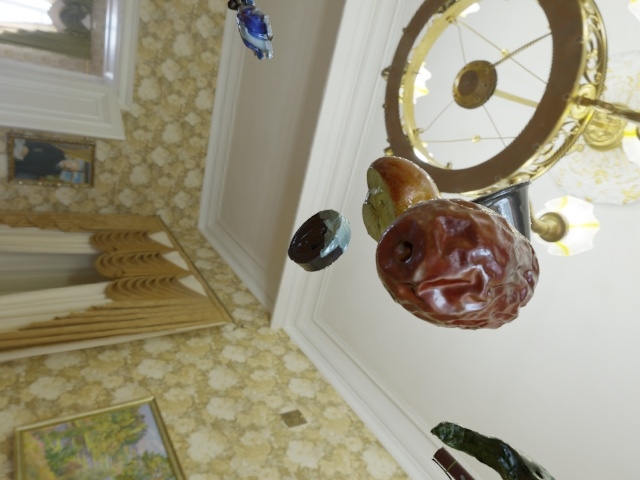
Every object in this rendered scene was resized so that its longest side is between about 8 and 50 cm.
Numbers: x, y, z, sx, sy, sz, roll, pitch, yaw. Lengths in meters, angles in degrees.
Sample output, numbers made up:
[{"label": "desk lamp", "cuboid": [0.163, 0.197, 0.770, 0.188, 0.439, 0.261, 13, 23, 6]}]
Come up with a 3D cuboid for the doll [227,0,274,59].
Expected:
[{"label": "doll", "cuboid": [-0.138, -0.446, 0.904, 0.195, 0.070, 0.096, 63, -31, 21]}]

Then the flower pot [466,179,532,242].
[{"label": "flower pot", "cuboid": [0.455, -0.043, 1.171, 0.269, 0.269, 0.166, -22, -91, 52]}]

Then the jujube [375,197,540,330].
[{"label": "jujube", "cuboid": [0.184, 0.034, 0.578, 0.174, 0.251, 0.174, -22, -121, 42]}]

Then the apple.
[{"label": "apple", "cuboid": [0.166, -0.081, 0.928, 0.173, 0.160, 0.195, 38, -43, 36]}]

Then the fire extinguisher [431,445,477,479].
[{"label": "fire extinguisher", "cuboid": [0.322, 0.542, 1.014, 0.056, 0.039, 0.132, -45, -125, -5]}]

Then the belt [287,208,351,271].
[{"label": "belt", "cuboid": [0.000, 0.000, 1.265, 0.198, 0.078, 0.151, -44, -136, 6]}]

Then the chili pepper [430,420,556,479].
[{"label": "chili pepper", "cuboid": [0.277, 0.350, 0.614, 0.279, 0.122, 0.065, -132, -153, -60]}]
